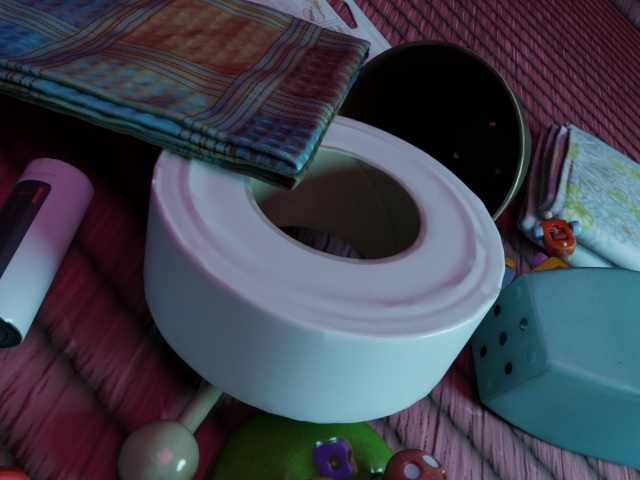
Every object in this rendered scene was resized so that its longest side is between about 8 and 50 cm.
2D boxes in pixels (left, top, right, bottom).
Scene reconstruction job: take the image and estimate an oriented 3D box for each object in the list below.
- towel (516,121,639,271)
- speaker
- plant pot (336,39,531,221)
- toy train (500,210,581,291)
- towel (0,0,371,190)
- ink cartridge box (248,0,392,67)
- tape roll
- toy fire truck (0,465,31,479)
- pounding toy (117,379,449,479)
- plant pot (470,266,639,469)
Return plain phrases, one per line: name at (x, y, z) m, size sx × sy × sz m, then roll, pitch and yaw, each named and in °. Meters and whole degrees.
towel at (0.480, -0.012, 0.838) m, size 0.374 × 0.090 × 0.320 m, roll 33°, pitch 41°, yaw 3°
speaker at (-0.213, 0.005, 0.397) m, size 0.055 × 0.055 × 0.136 m, roll 24°, pitch 48°, yaw -19°
plant pot at (0.158, -0.108, 0.658) m, size 0.230 × 0.215 × 0.215 m, roll -14°, pitch 67°, yaw -56°
toy train at (0.247, 0.028, 0.680) m, size 0.166 × 0.046 × 0.125 m, roll -11°, pitch 44°, yaw 2°
towel at (-0.154, -0.185, 0.496) m, size 0.369 × 0.040 × 0.271 m, roll 19°, pitch 43°, yaw 3°
ink cartridge box at (-0.049, -0.272, 0.707) m, size 0.261 × 0.066 × 0.296 m, roll -31°, pitch 80°, yaw -44°
tape roll at (0.000, 0.000, 0.459) m, size 0.286 × 0.100 × 0.286 m, roll 11°, pitch 40°, yaw -10°
toy fire truck at (-0.132, 0.207, 0.311) m, size 0.135 × 0.047 × 0.192 m, roll -17°, pitch 69°, yaw -42°
pounding toy at (0.000, 0.171, 0.387) m, size 0.237 × 0.110 × 0.183 m, roll 45°, pitch 44°, yaw 1°
plant pot at (0.292, 0.128, 0.593) m, size 0.234 × 0.166 × 0.166 m, roll 15°, pitch 51°, yaw -18°
